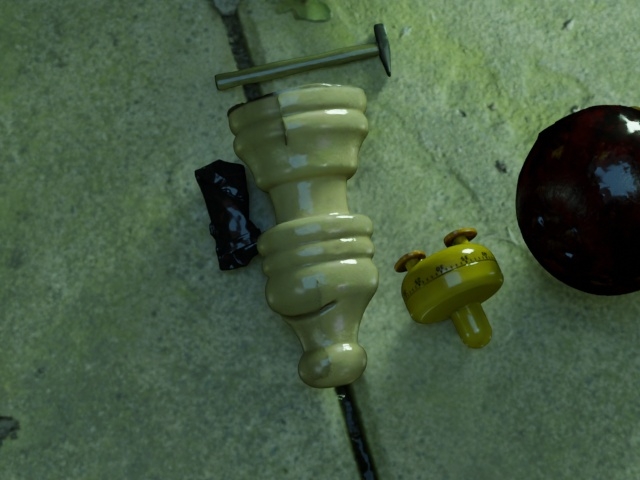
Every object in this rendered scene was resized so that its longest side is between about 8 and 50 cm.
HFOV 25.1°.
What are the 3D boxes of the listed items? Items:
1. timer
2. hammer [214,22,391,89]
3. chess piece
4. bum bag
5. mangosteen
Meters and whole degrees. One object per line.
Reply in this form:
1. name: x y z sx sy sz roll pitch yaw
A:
1. timer: 0.139 0.055 1.472 0.107 0.107 0.109 -23 72 -4
2. hammer: -0.019 -0.192 1.594 0.199 0.013 0.062 -12 74 -1
3. chess piece: 0.000 0.000 1.497 0.139 0.124 0.307 1 74 -43
4. bum bag: -0.097 -0.030 1.541 0.058 0.034 0.124 -15 77 5
5. mangosteen: 0.297 -0.044 1.450 0.210 0.210 0.209 -1 74 2
